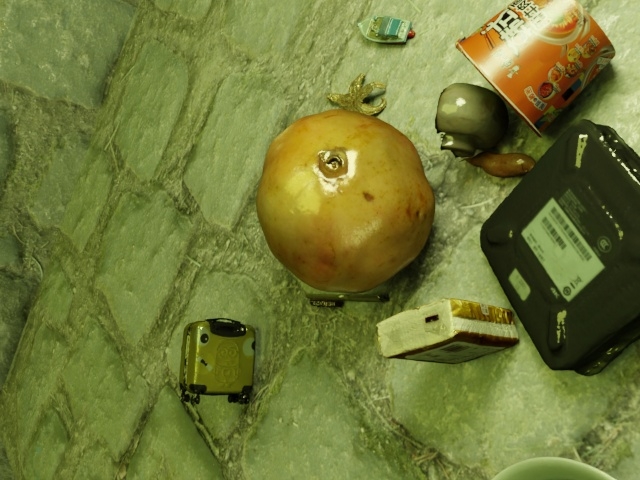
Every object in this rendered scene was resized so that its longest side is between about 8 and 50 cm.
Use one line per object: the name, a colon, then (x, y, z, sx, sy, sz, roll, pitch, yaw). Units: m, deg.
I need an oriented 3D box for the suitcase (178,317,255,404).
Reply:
suitcase: (-0.292, 0.335, 1.740, 0.143, 0.194, 0.234, -14, 70, 54)

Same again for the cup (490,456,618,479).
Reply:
cup: (0.422, 0.518, 0.986, 0.347, 0.163, 0.346, -12, 73, 44)

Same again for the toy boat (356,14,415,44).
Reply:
toy boat: (0.160, -0.536, 1.577, 0.173, 0.059, 0.069, 27, 100, 46)

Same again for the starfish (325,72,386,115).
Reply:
starfish: (0.082, -0.369, 1.623, 0.210, 0.053, 0.150, 23, 93, 48)

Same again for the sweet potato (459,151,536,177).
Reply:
sweet potato: (0.363, -0.159, 1.289, 0.195, 0.057, 0.056, 21, 96, 52)

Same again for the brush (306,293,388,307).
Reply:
brush: (0.062, 0.149, 1.531, 0.248, 0.043, 0.036, -4, 85, 44)

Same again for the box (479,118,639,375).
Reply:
box: (0.451, 0.013, 1.085, 0.350, 0.091, 0.359, -58, 40, 39)

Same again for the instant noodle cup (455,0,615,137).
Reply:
instant noodle cup: (0.405, -0.348, 1.167, 0.192, 0.250, 0.250, -43, 53, 20)

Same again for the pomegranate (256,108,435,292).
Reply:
pomegranate: (0.055, -0.076, 1.372, 0.412, 0.412, 0.410, -13, 72, 43)

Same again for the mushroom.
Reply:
mushroom: (0.315, -0.245, 1.258, 0.117, 0.188, 0.141, 2, 83, 42)

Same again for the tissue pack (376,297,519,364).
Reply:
tissue pack: (0.247, 0.181, 1.198, 0.183, 0.226, 0.091, -25, 65, 41)
